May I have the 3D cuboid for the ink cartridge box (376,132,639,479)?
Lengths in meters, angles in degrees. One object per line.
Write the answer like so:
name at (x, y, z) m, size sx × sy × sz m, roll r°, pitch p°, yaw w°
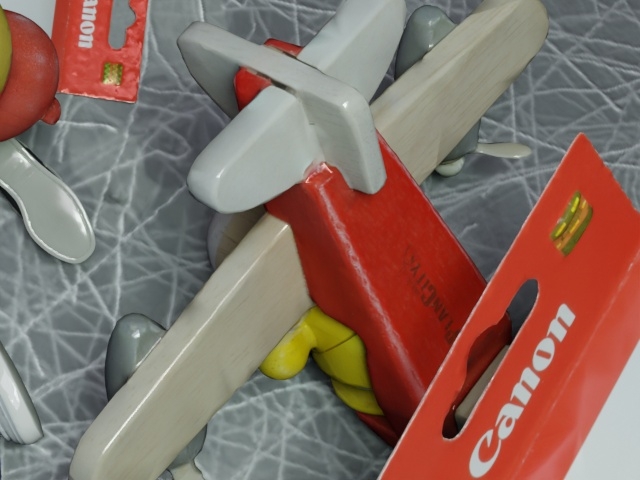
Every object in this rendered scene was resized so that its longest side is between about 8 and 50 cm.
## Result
ink cartridge box at (0.209, 0.155, 1.142) m, size 0.308 × 0.091 × 0.385 m, roll -59°, pitch 138°, yaw -11°

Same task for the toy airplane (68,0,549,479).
toy airplane at (0.000, 0.000, 1.172) m, size 0.386 × 0.272 × 0.384 m, roll 1°, pitch 98°, yaw -39°

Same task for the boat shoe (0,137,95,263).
boat shoe at (-0.213, -0.034, 1.256) m, size 0.125 × 0.038 × 0.046 m, roll 45°, pitch 91°, yaw 2°

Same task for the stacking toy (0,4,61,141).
stacking toy at (-0.342, -0.165, 1.217) m, size 0.279 × 0.130 × 0.309 m, roll -31°, pitch 74°, yaw 19°

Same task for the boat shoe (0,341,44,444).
boat shoe at (-0.267, 0.076, 1.205) m, size 0.063 × 0.066 × 0.184 m, roll -34°, pitch 87°, yaw -7°

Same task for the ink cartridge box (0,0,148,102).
ink cartridge box at (-0.221, -0.188, 1.288) m, size 0.179 × 0.045 × 0.145 m, roll 7°, pitch 76°, yaw -8°
